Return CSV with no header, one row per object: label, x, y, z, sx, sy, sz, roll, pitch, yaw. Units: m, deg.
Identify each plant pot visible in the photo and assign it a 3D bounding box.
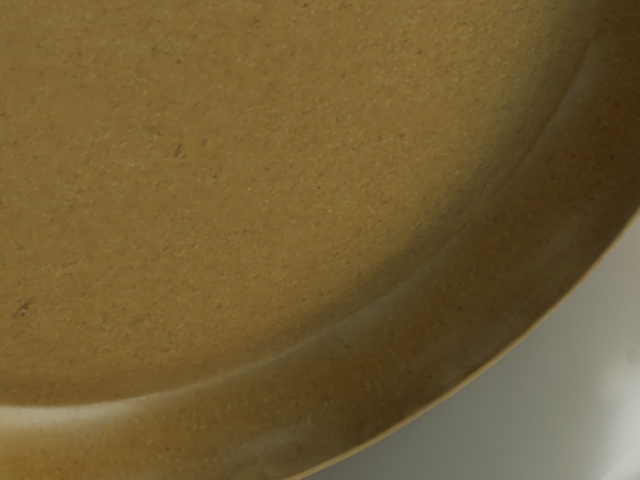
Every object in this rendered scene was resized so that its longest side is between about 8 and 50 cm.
plant pot,-0.020,-0.028,0.378,0.236,0.032,0.236,-19,140,-17

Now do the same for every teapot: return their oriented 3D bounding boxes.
teapot,0.000,0.000,0.572,0.252,0.187,0.256,-41,-166,29
